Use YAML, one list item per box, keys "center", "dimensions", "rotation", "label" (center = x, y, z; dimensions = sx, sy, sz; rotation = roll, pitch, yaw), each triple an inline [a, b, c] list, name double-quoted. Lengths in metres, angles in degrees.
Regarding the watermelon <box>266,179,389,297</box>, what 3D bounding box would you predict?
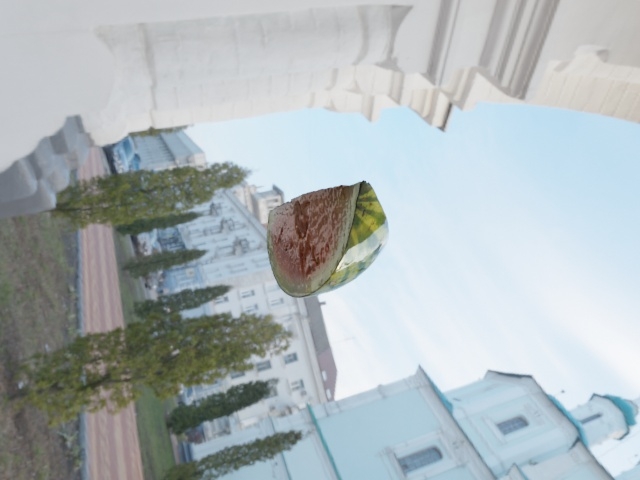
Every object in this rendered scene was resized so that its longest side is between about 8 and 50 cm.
- center: [0.011, 0.007, 0.422]
  dimensions: [0.163, 0.069, 0.086]
  rotation: [-7, -100, 60]
  label: "watermelon"
